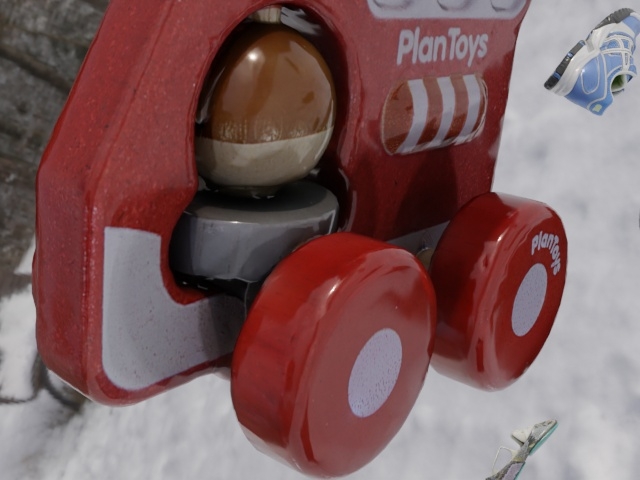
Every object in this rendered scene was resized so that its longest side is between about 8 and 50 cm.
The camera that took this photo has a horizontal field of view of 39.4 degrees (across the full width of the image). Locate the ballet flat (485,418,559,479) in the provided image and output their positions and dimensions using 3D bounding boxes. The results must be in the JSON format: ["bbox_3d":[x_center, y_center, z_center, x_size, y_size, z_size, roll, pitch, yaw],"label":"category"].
[{"bbox_3d":[0.230,0.245,1.038,0.114,0.041,0.041,-50,14,-10],"label":"ballet flat"}]

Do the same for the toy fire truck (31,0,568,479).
[{"bbox_3d":[0.003,-0.054,0.419,0.169,0.302,0.254,18,111,37],"label":"toy fire truck"}]

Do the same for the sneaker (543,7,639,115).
[{"bbox_3d":[0.360,-0.223,1.129,0.211,0.081,0.080,-43,-10,-35],"label":"sneaker"}]

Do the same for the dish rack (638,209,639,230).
[{"bbox_3d":[0.347,0.026,0.598,0.072,0.333,0.285,-46,3,45],"label":"dish rack"}]
